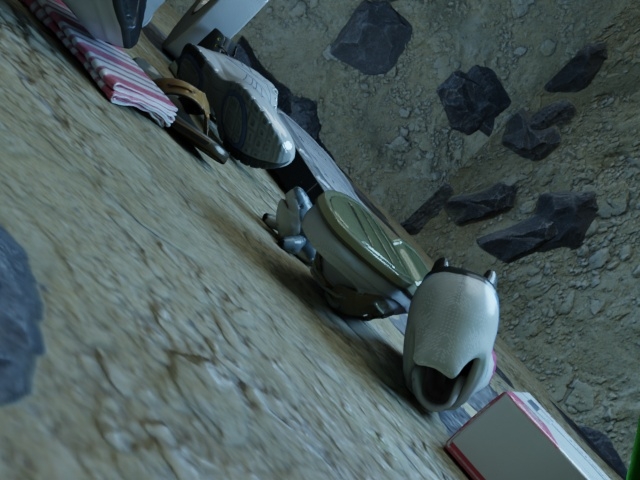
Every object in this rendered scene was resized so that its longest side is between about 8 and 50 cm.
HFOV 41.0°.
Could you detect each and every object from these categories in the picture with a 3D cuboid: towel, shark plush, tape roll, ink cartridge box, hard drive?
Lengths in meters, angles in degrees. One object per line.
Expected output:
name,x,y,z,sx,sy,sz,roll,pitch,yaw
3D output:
towel,-0.260,-0.215,0.995,0.197,0.029,0.144,47,10,16
shark plush,0.000,0.000,1.083,0.161,0.067,0.073,42,8,-26
tape roll,-0.168,-0.509,1.743,0.072,0.392,0.392,43,7,-22
ink cartridge box,0.238,0.250,0.935,0.158,0.092,0.218,48,6,20
hard drive,-0.006,-0.111,1.599,0.237,0.064,0.339,37,16,-45

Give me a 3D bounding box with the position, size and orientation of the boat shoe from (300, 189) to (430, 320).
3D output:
boat shoe,0.047,0.038,0.996,0.302,0.103,0.113,36,25,-57

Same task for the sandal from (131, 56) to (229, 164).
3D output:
sandal,-0.180,-0.180,1.105,0.219,0.060,0.090,51,9,37

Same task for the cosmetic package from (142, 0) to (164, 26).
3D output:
cosmetic package,-0.306,-0.353,1.104,0.107,0.127,0.238,47,5,14

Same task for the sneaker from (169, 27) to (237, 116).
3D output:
sneaker,-0.184,-0.296,1.508,0.083,0.118,0.222,38,10,-48

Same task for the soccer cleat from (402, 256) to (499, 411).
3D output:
soccer cleat,0.140,0.143,1.001,0.116,0.143,0.331,15,-24,16

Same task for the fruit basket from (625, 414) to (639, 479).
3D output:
fruit basket,0.330,0.268,0.683,0.392,0.392,0.283,41,1,-34

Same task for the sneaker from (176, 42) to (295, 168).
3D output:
sneaker,-0.113,-0.220,1.354,0.129,0.111,0.297,-6,45,-38

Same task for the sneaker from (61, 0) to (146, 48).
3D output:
sneaker,-0.312,-0.355,0.818,0.447,0.258,0.169,90,5,-67
